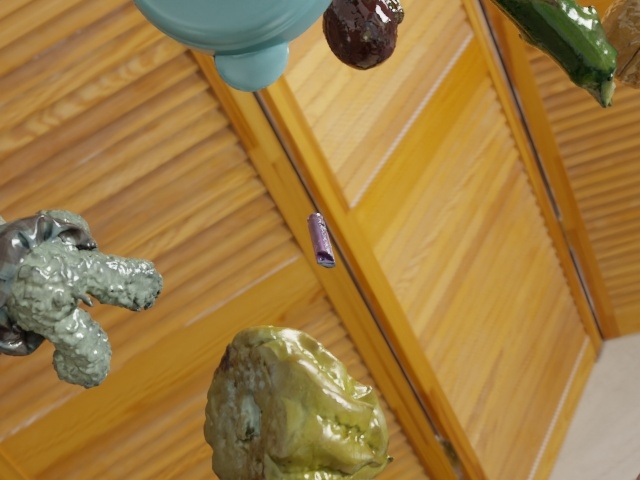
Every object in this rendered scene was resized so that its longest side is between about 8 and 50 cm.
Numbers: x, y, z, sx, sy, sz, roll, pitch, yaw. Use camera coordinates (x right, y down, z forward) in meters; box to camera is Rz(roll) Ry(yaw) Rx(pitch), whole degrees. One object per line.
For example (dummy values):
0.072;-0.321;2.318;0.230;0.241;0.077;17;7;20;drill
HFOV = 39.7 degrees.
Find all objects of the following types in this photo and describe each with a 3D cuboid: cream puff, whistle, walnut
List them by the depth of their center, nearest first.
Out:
0.527;-0.324;1.418;0.165;0.165;0.197;-33;-4;-6;walnut
-0.030;0.300;1.490;0.324;0.257;0.291;-9;72;56;cream puff
0.000;0.000;1.597;0.033;0.033;0.176;-25;29;7;whistle

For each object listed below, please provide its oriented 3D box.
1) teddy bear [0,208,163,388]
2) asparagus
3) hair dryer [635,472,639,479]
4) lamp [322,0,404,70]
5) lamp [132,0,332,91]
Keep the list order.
-0.236;0.027;0.676;0.133;0.213;0.111;-64;8;-12;teddy bear
0.273;-0.267;1.062;0.085;0.343;0.082;-20;40;49;asparagus
0.557;0.280;1.195;0.125;0.210;0.353;11;63;49;hair dryer
0.080;-0.380;1.548;0.134;0.157;0.156;-22;26;-20;lamp
-0.096;-0.287;0.779;0.209;0.284;0.147;-45;11;7;lamp
